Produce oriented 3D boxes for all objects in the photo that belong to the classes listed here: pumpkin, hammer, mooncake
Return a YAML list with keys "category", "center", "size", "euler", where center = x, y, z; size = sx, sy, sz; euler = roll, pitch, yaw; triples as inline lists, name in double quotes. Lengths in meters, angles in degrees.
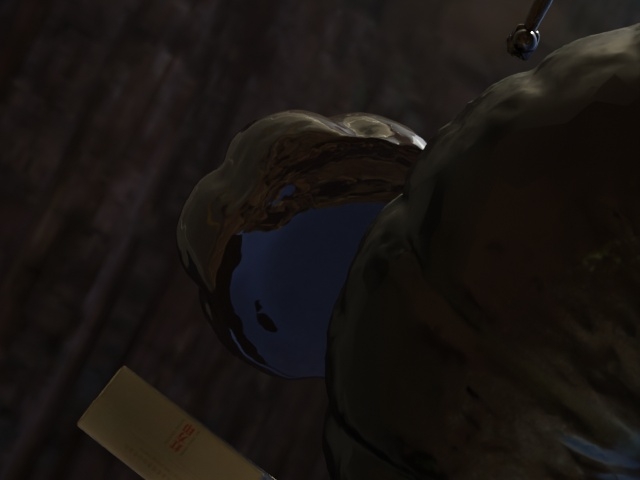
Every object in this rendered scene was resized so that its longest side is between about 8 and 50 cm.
- category: "pumpkin"
  center: [0.126, 0.042, 0.600]
  size: [0.248, 0.248, 0.248]
  euler: [-59, -168, 20]
- category: "hammer"
  center: [0.184, -0.215, 1.376]
  size: [0.178, 0.021, 0.065]
  euler: [-64, -179, -1]
- category: "mooncake"
  center: [0.000, 0.000, 1.573]
  size: [0.245, 0.245, 0.133]
  euler: [-61, -150, 11]

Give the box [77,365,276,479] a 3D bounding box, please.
- category: "box"
  center: [-0.099, 0.170, 1.416]
  size: [0.058, 0.141, 0.201]
  euler: [-52, 169, -7]
